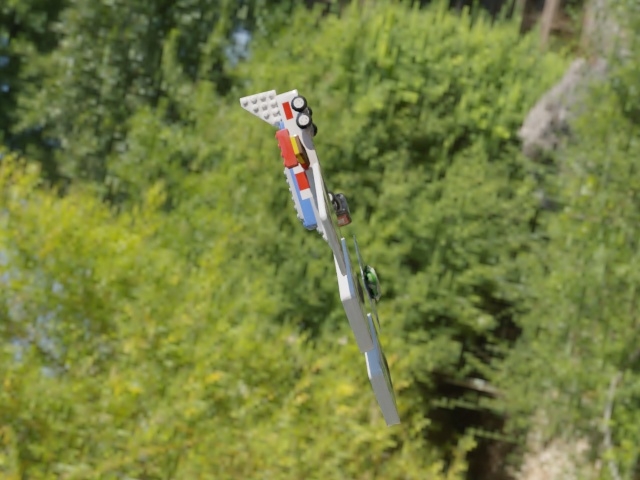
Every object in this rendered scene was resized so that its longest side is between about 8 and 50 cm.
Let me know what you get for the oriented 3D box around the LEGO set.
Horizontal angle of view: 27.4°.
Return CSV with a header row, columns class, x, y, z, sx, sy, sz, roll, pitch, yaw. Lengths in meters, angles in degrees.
class,x,y,z,sx,sy,sz,roll,pitch,yaw
LEGO set,0.000,0.000,0.970,0.244,0.060,0.182,-99,-9,-59
